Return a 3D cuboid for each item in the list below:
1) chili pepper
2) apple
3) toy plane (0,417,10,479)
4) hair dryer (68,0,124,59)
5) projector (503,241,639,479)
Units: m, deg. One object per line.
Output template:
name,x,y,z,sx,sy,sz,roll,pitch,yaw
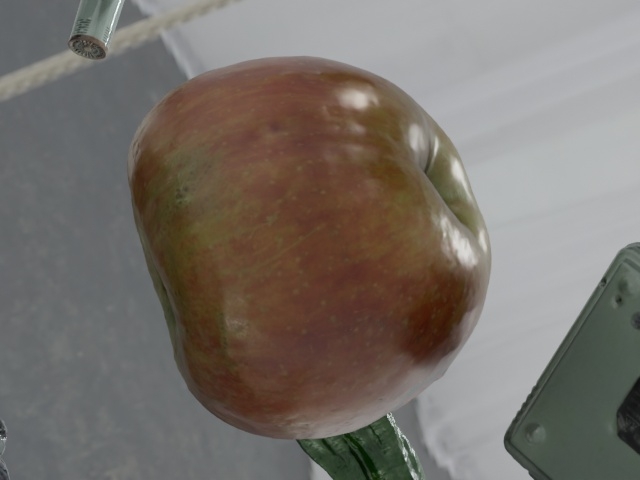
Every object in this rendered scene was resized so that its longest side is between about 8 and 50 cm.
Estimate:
chili pepper,0.018,0.179,1.393,0.257,0.100,0.074,48,11,-23
apple,0.000,0.000,1.069,0.309,0.250,0.277,-132,-152,-77
toy plane,-0.309,0.144,1.180,0.251,0.101,0.255,-123,-161,-67
hair dryer,-0.180,-0.273,1.417,0.044,0.183,0.155,20,66,-20
projector,0.266,0.140,1.011,0.099,0.192,0.257,13,23,-49
